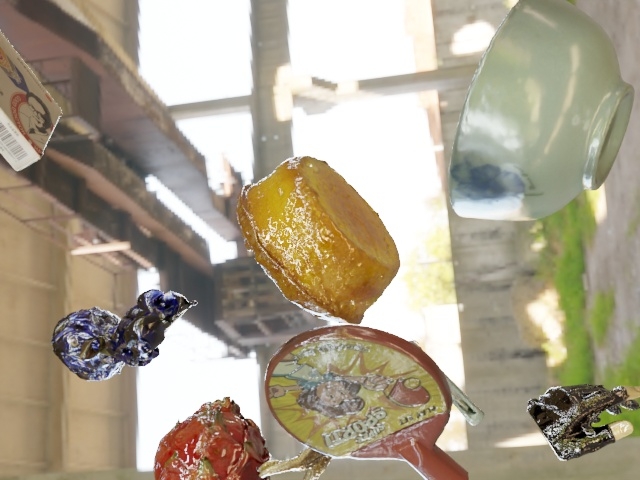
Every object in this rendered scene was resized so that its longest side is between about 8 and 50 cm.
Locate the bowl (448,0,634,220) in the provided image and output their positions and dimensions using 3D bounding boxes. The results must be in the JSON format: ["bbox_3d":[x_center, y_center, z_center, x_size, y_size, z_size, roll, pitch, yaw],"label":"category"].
[{"bbox_3d":[0.279,-0.140,1.174,0.289,0.146,0.289,-46,-31,-38],"label":"bowl"}]

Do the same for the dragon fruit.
[{"bbox_3d":[-0.218,0.456,1.984,0.244,0.244,0.299,73,-166,-46],"label":"dragon fruit"}]

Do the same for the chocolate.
[{"bbox_3d":[-0.303,0.151,1.540,0.148,0.343,0.126,-24,-86,-38],"label":"chocolate"}]

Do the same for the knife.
[{"bbox_3d":[0.151,0.176,1.246,0.044,0.023,0.162,37,-174,-41],"label":"knife"}]

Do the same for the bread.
[{"bbox_3d":[-0.004,-0.003,1.676,0.312,0.172,0.312,40,-160,-18],"label":"bread"}]

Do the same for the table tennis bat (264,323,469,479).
[{"bbox_3d":[0.068,0.200,1.134,0.310,0.200,0.038,45,-150,-27],"label":"table tennis bat"}]

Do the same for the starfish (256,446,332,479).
[{"bbox_3d":[-0.003,0.378,1.952,0.327,0.094,0.375,-31,-41,-58],"label":"starfish"}]

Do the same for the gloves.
[{"bbox_3d":[0.444,0.275,1.630,0.106,0.180,0.129,57,-178,-5],"label":"gloves"}]

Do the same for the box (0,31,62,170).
[{"bbox_3d":[-0.620,-0.319,1.807,0.353,0.069,0.214,57,-166,-28],"label":"box"}]
